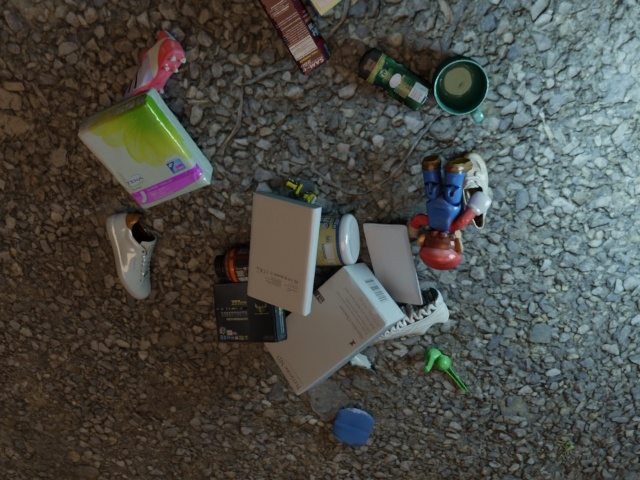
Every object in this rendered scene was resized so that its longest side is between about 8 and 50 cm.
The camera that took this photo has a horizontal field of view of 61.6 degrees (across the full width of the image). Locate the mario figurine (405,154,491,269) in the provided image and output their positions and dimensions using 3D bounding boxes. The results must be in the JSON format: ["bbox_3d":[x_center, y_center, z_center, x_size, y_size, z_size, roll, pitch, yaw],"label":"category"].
[{"bbox_3d":[0.339,-0.072,1.462,0.170,0.198,0.321,-10,114,-19],"label":"mario figurine"}]

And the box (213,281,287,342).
[{"bbox_3d":[-0.217,0.216,1.636,0.232,0.059,0.184,-5,88,29],"label":"box"}]

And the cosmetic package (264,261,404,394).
[{"bbox_3d":[0.033,0.265,1.615,0.385,0.156,0.217,-45,72,22],"label":"cosmetic package"}]

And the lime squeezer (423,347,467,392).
[{"bbox_3d":[0.394,0.405,1.727,0.059,0.110,0.310,-46,136,8],"label":"lime squeezer"}]

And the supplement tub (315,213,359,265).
[{"bbox_3d":[0.000,0.000,1.520,0.199,0.144,0.144,-2,118,19],"label":"supplement tub"}]

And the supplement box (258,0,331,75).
[{"bbox_3d":[-0.067,-0.523,1.272,0.073,0.130,0.239,-27,112,18],"label":"supplement box"}]

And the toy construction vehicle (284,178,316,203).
[{"bbox_3d":[-0.067,-0.123,1.539,0.098,0.035,0.086,26,106,-10],"label":"toy construction vehicle"}]

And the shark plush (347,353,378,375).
[{"bbox_3d":[0.128,0.404,1.795,0.161,0.073,0.067,23,140,-29],"label":"shark plush"}]

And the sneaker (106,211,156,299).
[{"bbox_3d":[-0.553,0.053,1.639,0.123,0.106,0.290,-5,115,12],"label":"sneaker"}]

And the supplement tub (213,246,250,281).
[{"bbox_3d":[-0.216,0.070,1.612,0.197,0.106,0.106,-4,117,9],"label":"supplement tub"}]

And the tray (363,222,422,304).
[{"bbox_3d":[0.218,0.065,1.580,0.145,0.030,0.270,5,123,37],"label":"tray"}]

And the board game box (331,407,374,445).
[{"bbox_3d":[0.117,0.660,1.925,0.133,0.033,0.169,18,113,3],"label":"board game box"}]

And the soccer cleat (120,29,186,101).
[{"bbox_3d":[-0.448,-0.434,1.402,0.248,0.083,0.095,-38,77,28],"label":"soccer cleat"}]

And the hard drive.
[{"bbox_3d":[-0.105,0.035,1.471,0.203,0.040,0.308,17,111,27],"label":"hard drive"}]

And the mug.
[{"bbox_3d":[0.340,-0.373,1.323,0.129,0.097,0.158,0,118,6],"label":"mug"}]

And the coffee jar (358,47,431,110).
[{"bbox_3d":[0.179,-0.401,1.327,0.184,0.096,0.079,30,114,-8],"label":"coffee jar"}]

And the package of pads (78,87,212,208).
[{"bbox_3d":[-0.467,-0.238,1.444,0.229,0.101,0.296,-18,132,15],"label":"package of pads"}]

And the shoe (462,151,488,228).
[{"bbox_3d":[0.422,-0.133,1.460,0.076,0.058,0.219,-8,116,10],"label":"shoe"}]

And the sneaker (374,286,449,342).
[{"bbox_3d":[0.261,0.260,1.664,0.292,0.110,0.118,-28,120,19],"label":"sneaker"}]

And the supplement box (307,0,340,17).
[{"bbox_3d":[0.008,-0.591,1.269,0.083,0.056,0.083,-31,110,20],"label":"supplement box"}]
